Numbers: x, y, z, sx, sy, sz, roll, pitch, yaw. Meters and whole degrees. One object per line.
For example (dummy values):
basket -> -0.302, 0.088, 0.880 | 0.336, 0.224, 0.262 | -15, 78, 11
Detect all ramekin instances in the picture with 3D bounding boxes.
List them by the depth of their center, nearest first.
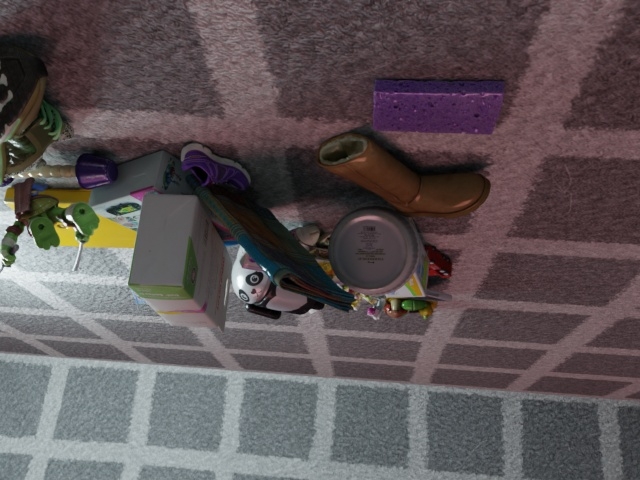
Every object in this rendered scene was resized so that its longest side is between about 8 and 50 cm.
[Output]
ramekin -> 0.112, 0.023, 1.398 | 0.207, 0.207, 0.109 | 1, -178, 11

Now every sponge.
sponge -> 0.193, -0.223, 1.078 | 0.210, 0.031, 0.117 | 3, 157, 7

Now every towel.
towel -> -0.103, -0.001, 1.343 | 0.040, 0.370, 0.271 | -51, 143, 9

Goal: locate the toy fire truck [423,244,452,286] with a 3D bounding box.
toy fire truck -> 0.283, 0.072, 1.753 | 0.135, 0.047, 0.192 | -10, 153, 35

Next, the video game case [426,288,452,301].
video game case -> 0.262, 0.151, 1.919 | 0.183, 0.023, 0.201 | 15, 171, -22

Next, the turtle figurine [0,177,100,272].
turtle figurine -> -0.596, 0.003, 1.428 | 0.198, 0.274, 0.266 | 14, 173, -37

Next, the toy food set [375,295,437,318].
toy food set -> 0.272, 0.225, 2.095 | 0.218, 0.071, 0.128 | 5, 158, 2

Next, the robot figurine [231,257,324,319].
robot figurine -> -0.106, 0.110, 1.764 | 0.278, 0.209, 0.173 | 16, 168, -25

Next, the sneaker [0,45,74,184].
sneaker -> -0.538, -0.224, 1.170 | 0.182, 0.158, 0.410 | -17, 174, -40

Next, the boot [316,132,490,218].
boot -> 0.163, -0.126, 1.245 | 0.236, 0.089, 0.269 | -12, 151, 40

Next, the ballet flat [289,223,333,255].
ballet flat -> 0.000, 0.000, 1.627 | 0.221, 0.077, 0.079 | 11, 139, -27

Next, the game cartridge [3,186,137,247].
game cartridge -> -0.586, -0.055, 1.649 | 0.324, 0.052, 0.285 | 0, 157, 6

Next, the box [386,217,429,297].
box -> 0.189, 0.040, 1.560 | 0.103, 0.114, 0.203 | -4, 142, 23

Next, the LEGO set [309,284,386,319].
LEGO set -> 0.059, 0.149, 1.910 | 0.287, 0.132, 0.107 | 2, 149, 34

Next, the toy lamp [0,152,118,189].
toy lamp -> -0.569, -0.149, 1.375 | 0.275, 0.080, 0.080 | 3, 158, 13

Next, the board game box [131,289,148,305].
board game box -> -0.553, 0.169, 2.159 | 0.194, 0.060, 0.194 | 3, 158, 6

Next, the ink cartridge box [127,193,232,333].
ink cartridge box -> -0.293, 0.067, 1.410 | 0.119, 0.207, 0.353 | 1, 156, 6

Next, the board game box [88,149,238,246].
board game box -> -0.335, -0.075, 1.474 | 0.224, 0.097, 0.303 | -10, 154, 34

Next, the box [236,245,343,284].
box -> -0.051, 0.056, 1.654 | 0.324, 0.063, 0.067 | 11, -160, -25

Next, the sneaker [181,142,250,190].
sneaker -> -0.221, -0.136, 1.330 | 0.170, 0.071, 0.068 | 24, 151, -39
